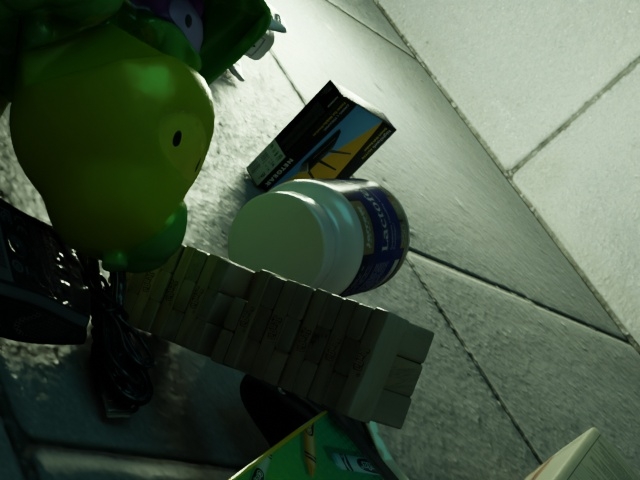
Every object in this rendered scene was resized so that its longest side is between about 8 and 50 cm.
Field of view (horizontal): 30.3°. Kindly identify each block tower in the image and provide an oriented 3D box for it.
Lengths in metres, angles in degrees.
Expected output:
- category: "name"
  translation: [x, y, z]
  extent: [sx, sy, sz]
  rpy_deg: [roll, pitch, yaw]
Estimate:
- category: "block tower"
  translation: [-0.053, 0.074, 1.049]
  extent: [0.336, 0.090, 0.097]
  rpy_deg: [17, -5, 44]

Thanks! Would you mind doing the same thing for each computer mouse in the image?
- category: "computer mouse"
  translation: [-0.256, 0.038, 0.975]
  extent: [0.272, 0.072, 0.188]
  rpy_deg: [38, 24, -47]

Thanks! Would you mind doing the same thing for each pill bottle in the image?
- category: "pill bottle"
  translation: [0.000, 0.000, 1.451]
  extent: [0.153, 0.153, 0.265]
  rpy_deg: [51, 20, 12]

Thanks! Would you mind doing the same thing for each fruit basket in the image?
- category: "fruit basket"
  translation: [-0.180, -0.170, 1.048]
  extent: [0.392, 0.283, 0.392]
  rpy_deg: [49, 0, 0]

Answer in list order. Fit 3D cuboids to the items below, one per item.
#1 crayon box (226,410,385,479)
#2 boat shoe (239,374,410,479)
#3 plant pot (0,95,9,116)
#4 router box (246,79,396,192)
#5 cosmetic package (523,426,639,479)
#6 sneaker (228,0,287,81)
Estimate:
- category: "crayon box"
  translation: [-0.074, 0.227, 0.819]
  extent: [0.081, 0.165, 0.278]
  rpy_deg: [50, 20, 8]
- category: "boat shoe"
  translation: [0.024, 0.244, 1.084]
  extent: [0.113, 0.127, 0.340]
  rpy_deg: [-9, 60, -32]
- category: "plant pot"
  translation: [-0.333, -0.147, 1.154]
  extent: [0.083, 0.079, 0.083]
  rpy_deg: [41, 19, -17]
- category: "router box"
  translation: [0.002, -0.130, 1.671]
  extent: [0.133, 0.179, 0.046]
  rpy_deg: [24, 27, -48]
- category: "cosmetic package"
  translation: [0.311, 0.349, 1.441]
  extent: [0.153, 0.129, 0.296]
  rpy_deg: [52, 19, 12]
- category: "sneaker"
  translation: [-0.160, -0.342, 1.818]
  extent: [0.210, 0.137, 0.366]
  rpy_deg: [38, 18, -17]
